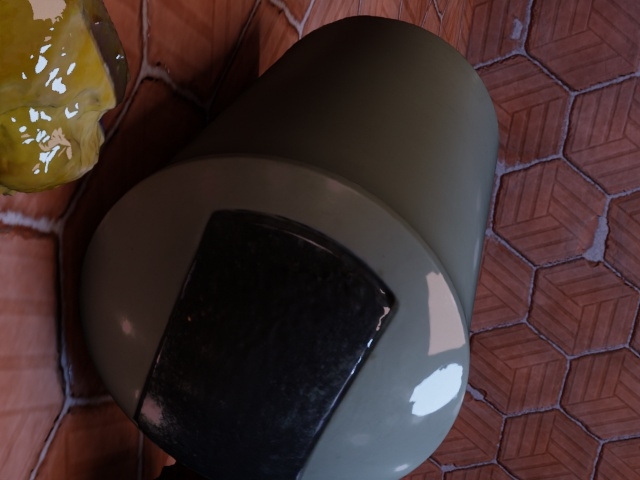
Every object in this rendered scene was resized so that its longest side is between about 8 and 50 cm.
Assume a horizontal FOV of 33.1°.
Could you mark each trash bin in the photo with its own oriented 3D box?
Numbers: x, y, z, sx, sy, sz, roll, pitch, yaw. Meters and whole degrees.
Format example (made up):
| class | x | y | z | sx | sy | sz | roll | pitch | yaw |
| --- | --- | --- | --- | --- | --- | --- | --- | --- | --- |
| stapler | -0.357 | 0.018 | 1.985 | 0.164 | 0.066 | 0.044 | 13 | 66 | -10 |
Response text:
| class | x | y | z | sx | sy | sz | roll | pitch | yaw |
| --- | --- | --- | --- | --- | --- | --- | --- | --- | --- |
| trash bin | 0.000 | 0.000 | 0.866 | 0.432 | 0.280 | 0.280 | -62 | 160 | -58 |

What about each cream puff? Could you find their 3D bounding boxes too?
| class | x | y | z | sx | sy | sz | roll | pitch | yaw |
| --- | --- | --- | --- | --- | --- | --- | --- | --- | --- |
| cream puff | -0.156 | -0.092 | 0.399 | 0.189 | 0.129 | 0.189 | 61 | -9 | 16 |

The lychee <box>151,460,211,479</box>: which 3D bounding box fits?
| class | x | y | z | sx | sy | sz | roll | pitch | yaw |
| --- | --- | --- | --- | --- | --- | --- | --- | --- | --- |
| lychee | -0.065 | 0.303 | 0.898 | 0.300 | 0.264 | 0.264 | 100 | 10 | -57 |
